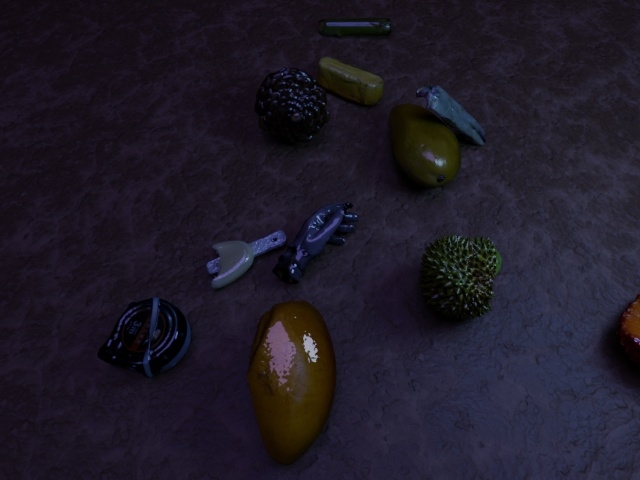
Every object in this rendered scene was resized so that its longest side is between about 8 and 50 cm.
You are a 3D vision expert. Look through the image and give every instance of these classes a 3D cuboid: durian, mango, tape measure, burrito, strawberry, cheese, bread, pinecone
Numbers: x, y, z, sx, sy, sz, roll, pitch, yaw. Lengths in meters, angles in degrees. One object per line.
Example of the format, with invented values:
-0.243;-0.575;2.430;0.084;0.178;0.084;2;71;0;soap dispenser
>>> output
0.321;0.084;1.112;0.177;0.237;0.200;5;75;12;durian
0.307;-0.282;1.382;0.195;0.142;0.331;7;49;-8;mango
-0.409;0.233;1.134;0.181;0.107;0.182;16;61;16;tape measure
-0.070;0.299;1.031;0.199;0.201;0.349;-17;63;27;mango
0.390;-0.365;1.375;0.066;0.309;0.096;-44;46;27;burrito
0.776;0.226;1.079;0.190;0.111;0.236;12;36;23;strawberry
-0.200;0.036;1.272;0.235;0.049;0.127;-23;59;-9;cheese
0.097;-0.535;1.579;0.246;0.094;0.102;27;55;18;bread
-0.091;-0.419;1.451;0.224;0.224;0.272;-14;39;-5;pinecone

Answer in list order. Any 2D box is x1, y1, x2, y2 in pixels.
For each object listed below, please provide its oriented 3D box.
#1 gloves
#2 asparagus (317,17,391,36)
-0.010;-0.004;1.243;0.285;0.142;0.119;-40;93;-20;gloves
0.127;-0.795;1.751;0.278;0.060;0.067;0;69;4;asparagus
